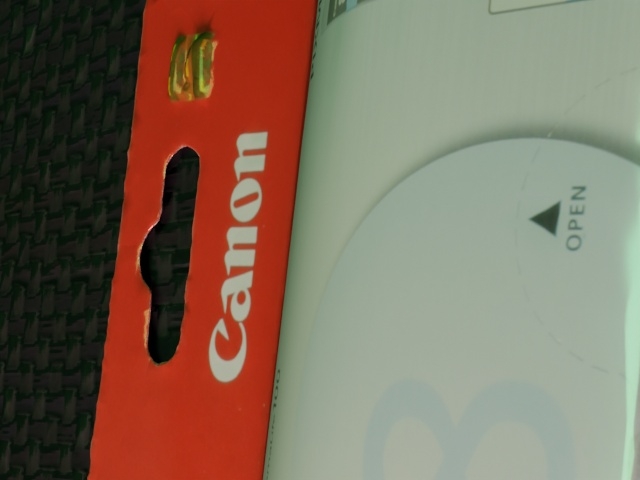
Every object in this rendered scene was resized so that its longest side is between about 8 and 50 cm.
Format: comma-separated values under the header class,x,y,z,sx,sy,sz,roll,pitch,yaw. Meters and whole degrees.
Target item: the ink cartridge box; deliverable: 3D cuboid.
class,x,y,z,sx,sy,sz,roll,pitch,yaw
ink cartridge box,0.000,0.000,0.569,0.385,0.091,0.308,0,81,43
